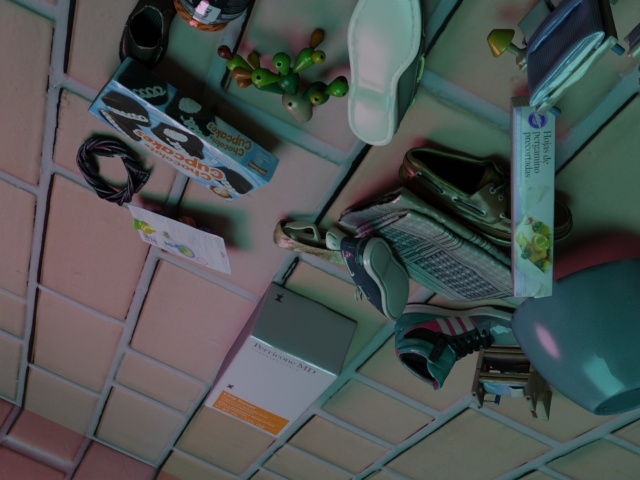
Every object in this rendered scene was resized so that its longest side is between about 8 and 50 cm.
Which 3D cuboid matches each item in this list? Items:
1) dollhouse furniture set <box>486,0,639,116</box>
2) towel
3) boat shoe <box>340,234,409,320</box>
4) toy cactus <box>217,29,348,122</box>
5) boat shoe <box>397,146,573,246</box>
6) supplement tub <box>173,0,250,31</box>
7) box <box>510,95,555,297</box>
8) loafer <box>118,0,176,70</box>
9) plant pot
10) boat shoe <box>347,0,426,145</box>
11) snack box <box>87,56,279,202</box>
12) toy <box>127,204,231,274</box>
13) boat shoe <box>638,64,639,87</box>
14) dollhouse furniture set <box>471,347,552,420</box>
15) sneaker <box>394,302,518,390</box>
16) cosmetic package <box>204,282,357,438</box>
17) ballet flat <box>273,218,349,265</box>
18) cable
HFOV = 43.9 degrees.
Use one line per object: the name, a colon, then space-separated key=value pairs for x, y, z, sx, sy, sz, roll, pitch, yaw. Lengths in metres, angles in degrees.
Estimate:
dollhouse furniture set: x=0.278 y=-0.290 z=0.932 sx=0.198 sy=0.286 sz=0.303 roll=31 pitch=131 yaw=-12
towel: x=0.201 y=0.025 z=1.469 sx=0.324 sy=0.056 sz=0.312 roll=32 pitch=165 yaw=-12
boat shoe: x=0.104 y=0.073 z=1.527 sx=0.079 sy=0.095 sz=0.254 roll=14 pitch=158 yaw=30
toy cactus: x=-0.049 y=-0.262 z=1.307 sx=0.219 sy=0.112 sz=0.180 roll=7 pitch=159 yaw=15
boat shoe: x=0.279 y=-0.075 z=1.342 sx=0.308 sy=0.110 sz=0.104 roll=15 pitch=144 yaw=9
supplement tub: x=-0.138 y=-0.397 z=1.147 sx=0.117 sy=0.117 sz=0.190 roll=31 pitch=141 yaw=-12
box: x=0.334 y=-0.064 z=1.255 sx=0.063 sy=0.067 sz=0.323 roll=-3 pitch=113 yaw=8
loafer: x=-0.296 y=-0.344 z=1.320 sx=0.080 sy=0.078 sz=0.220 roll=28 pitch=142 yaw=-8
plant pot: x=0.503 y=0.189 z=1.389 sx=0.290 sy=0.195 sz=0.290 roll=-10 pitch=148 yaw=-6
boat shoe: x=0.104 y=-0.280 z=1.195 sx=0.109 sy=0.091 sz=0.305 roll=26 pitch=144 yaw=15
snack box: x=-0.252 y=-0.192 z=1.454 sx=0.322 sy=0.060 sz=0.187 roll=33 pitch=158 yaw=-20
toy: x=-0.299 y=-0.017 z=1.748 sx=0.237 sy=0.056 sz=0.136 roll=17 pitch=147 yaw=15
boat shoe: x=0.473 y=-0.233 z=1.086 sx=0.070 sy=0.077 sz=0.219 roll=1 pitch=130 yaw=24
dollhouse furniture set: x=0.428 y=0.341 z=1.767 sx=0.129 sy=0.128 sz=0.183 roll=-1 pitch=137 yaw=28
sneaker: x=0.284 y=0.227 z=1.657 sx=0.296 sy=0.178 sz=0.123 roll=0 pitch=138 yaw=26
cosmetic package: x=-0.111 y=0.313 z=1.975 sx=0.230 sy=0.161 sz=0.453 roll=26 pitch=142 yaw=-5
ballet flat: x=0.000 y=0.000 z=1.611 sx=0.206 sy=0.073 sz=0.067 roll=10 pitch=133 yaw=11
cable: x=-0.448 y=-0.142 z=1.673 sx=0.151 sy=0.047 sz=0.184 roll=36 pitch=141 yaw=-18
